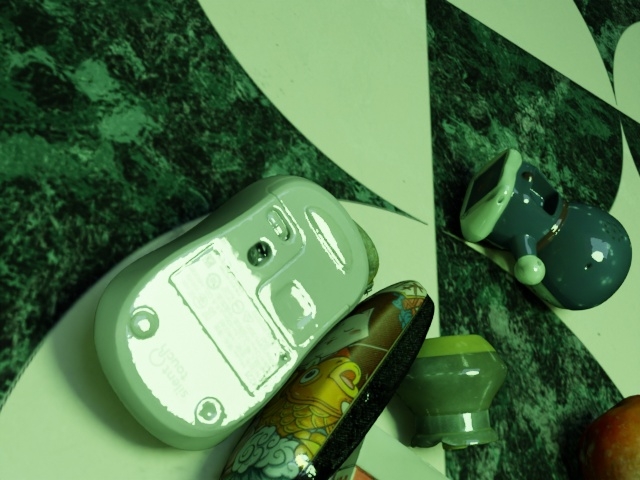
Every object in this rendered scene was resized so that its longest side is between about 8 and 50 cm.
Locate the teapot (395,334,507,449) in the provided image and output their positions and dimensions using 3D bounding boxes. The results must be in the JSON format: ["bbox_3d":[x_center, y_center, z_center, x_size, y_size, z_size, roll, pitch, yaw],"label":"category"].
[{"bbox_3d":[0.147,0.170,0.902,0.165,0.130,0.119,24,60,-68],"label":"teapot"}]

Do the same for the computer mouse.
[{"bbox_3d":[-0.085,0.057,0.775,0.297,0.121,0.184,-44,108,-29],"label":"computer mouse"}]

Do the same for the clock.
[{"bbox_3d":[0.315,-0.004,1.124,0.243,0.146,0.199,35,42,-7],"label":"clock"}]

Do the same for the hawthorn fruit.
[{"bbox_3d":[0.407,0.275,1.006,0.173,0.173,0.173,20,53,-29],"label":"hawthorn fruit"}]

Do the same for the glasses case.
[{"bbox_3d":[0.014,0.146,0.794,0.082,0.122,0.321,48,44,-4],"label":"glasses case"}]

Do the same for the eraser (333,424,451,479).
[{"bbox_3d":[0.065,0.315,0.790,0.157,0.038,0.230,38,47,-13],"label":"eraser"}]

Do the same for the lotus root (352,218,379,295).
[{"bbox_3d":[0.001,-0.002,0.901,0.165,0.088,0.088,44,45,-6],"label":"lotus root"}]
